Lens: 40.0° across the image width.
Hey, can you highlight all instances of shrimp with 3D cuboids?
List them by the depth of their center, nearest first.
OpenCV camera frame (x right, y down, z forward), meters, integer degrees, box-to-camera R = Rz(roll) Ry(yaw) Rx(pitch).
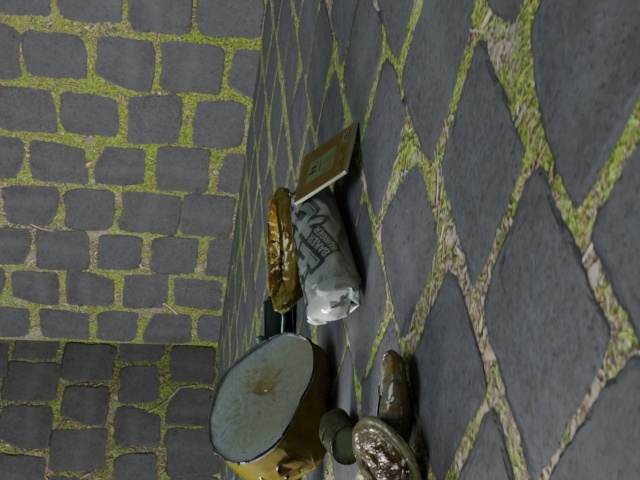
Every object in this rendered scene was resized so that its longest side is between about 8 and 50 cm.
[{"bbox_3d":[0.096,0.264,1.270,0.126,0.047,0.223,-113,28,-72],"label":"shrimp"}]

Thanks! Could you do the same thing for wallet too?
[{"bbox_3d":[-0.113,0.226,2.353,0.318,0.045,0.172,141,128,-74],"label":"wallet"}]

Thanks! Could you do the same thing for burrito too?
[{"bbox_3d":[0.000,0.000,1.699,0.445,0.101,0.139,-103,22,-53],"label":"burrito"}]

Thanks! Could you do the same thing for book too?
[{"bbox_3d":[0.009,-0.146,1.685,0.172,0.012,0.118,-29,40,50],"label":"book"}]

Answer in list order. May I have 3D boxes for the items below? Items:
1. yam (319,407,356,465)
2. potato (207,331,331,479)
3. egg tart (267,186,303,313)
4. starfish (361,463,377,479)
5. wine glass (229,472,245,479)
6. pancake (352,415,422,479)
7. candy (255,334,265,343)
[{"bbox_3d":[0.031,0.336,1.521,0.146,0.070,0.070,-155,68,-77],"label":"yam"},{"bbox_3d":[-0.081,0.356,1.779,0.196,0.246,0.299,55,-131,-41],"label":"potato"},{"bbox_3d":[-0.056,0.023,1.945,0.290,0.115,0.290,-179,90,-80],"label":"egg tart"},{"bbox_3d":[0.105,0.443,1.130,0.231,0.048,0.295,153,112,-71],"label":"starfish"},{"bbox_3d":[-0.110,0.522,1.976,0.165,0.165,0.196,-98,20,-45],"label":"wine glass"},{"bbox_3d":[0.090,0.304,1.202,0.139,0.022,0.139,28,127,45],"label":"pancake"},{"bbox_3d":[-0.116,0.317,2.145,0.440,0.119,0.119,-126,41,-72],"label":"candy"}]
